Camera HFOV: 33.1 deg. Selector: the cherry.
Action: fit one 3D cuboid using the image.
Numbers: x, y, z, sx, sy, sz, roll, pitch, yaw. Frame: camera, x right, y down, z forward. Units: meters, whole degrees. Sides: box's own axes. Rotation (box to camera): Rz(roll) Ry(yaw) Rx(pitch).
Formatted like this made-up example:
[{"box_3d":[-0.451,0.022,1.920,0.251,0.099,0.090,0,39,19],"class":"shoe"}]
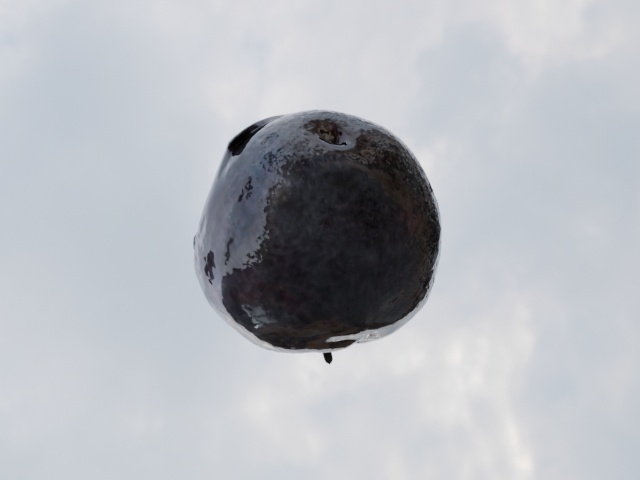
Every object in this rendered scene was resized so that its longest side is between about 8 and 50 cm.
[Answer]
[{"box_3d":[0.002,-0.007,0.812,0.195,0.195,0.195,-12,-75,-51],"class":"cherry"}]
